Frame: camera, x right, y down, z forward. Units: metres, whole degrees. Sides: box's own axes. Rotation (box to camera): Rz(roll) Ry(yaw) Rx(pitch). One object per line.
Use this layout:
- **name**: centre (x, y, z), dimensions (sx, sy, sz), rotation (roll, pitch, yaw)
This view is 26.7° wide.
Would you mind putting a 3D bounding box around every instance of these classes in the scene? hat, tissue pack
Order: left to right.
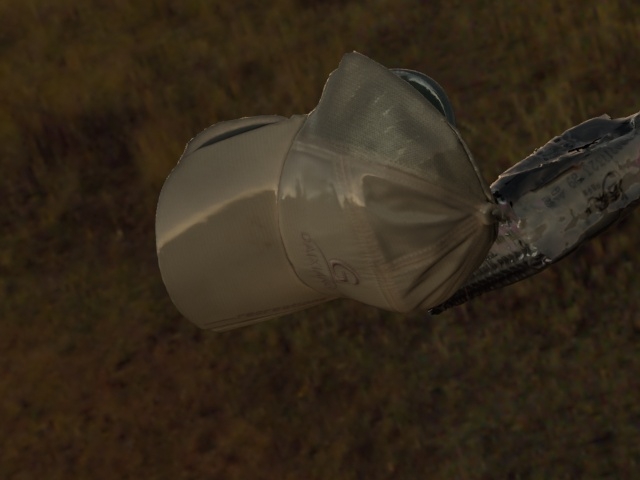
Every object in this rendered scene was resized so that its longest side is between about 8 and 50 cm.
- **hat**: centre (0.000, 0.000, 1.004), dimensions (0.226, 0.219, 0.164), rotation (-33, 38, -13)
- **tissue pack**: centre (0.249, -0.036, 1.592), dimensions (0.245, 0.123, 0.332), rotation (-35, 1, -23)

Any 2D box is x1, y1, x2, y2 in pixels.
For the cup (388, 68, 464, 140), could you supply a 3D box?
- **cup**: centre (0.084, -0.045, 1.307), dimensions (0.199, 0.150, 0.199), rotation (-21, 53, 31)
